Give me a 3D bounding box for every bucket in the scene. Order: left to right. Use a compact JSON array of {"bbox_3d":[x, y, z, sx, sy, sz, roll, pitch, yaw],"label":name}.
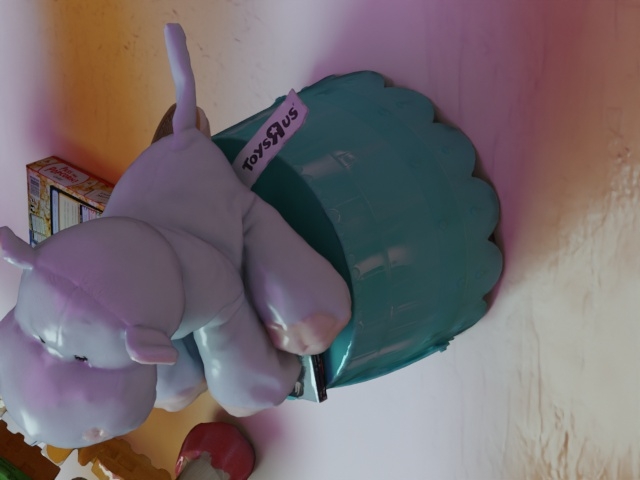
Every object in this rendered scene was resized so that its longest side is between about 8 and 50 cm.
[{"bbox_3d":[0.000,0.000,1.239,0.281,0.183,0.281,21,121,39],"label":"bucket"}]

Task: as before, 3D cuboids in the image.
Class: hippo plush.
[{"bbox_3d":[-0.107,0.046,1.012,0.234,0.236,0.294,30,116,2],"label":"hippo plush"}]

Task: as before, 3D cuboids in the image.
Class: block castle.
[{"bbox_3d":[-0.331,0.221,1.573,0.453,0.213,0.303,37,118,-2],"label":"block castle"}]

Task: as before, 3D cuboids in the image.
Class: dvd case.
[{"bbox_3d":[-0.037,0.074,1.163,0.087,0.013,0.119,8,112,43],"label":"dvd case"}]

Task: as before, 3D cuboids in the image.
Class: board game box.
[{"bbox_3d":[-0.261,0.003,1.598,0.193,0.045,0.146,25,125,34],"label":"board game box"}]

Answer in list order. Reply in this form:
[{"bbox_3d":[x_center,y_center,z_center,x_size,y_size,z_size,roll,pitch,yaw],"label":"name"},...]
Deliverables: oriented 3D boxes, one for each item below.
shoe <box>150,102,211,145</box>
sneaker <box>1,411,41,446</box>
[{"bbox_3d":[-0.113,-0.016,1.175,0.076,0.058,0.219,46,134,49],"label":"shoe"},{"bbox_3d":[-0.375,0.186,1.762,0.094,0.091,0.258,46,134,19],"label":"sneaker"}]
